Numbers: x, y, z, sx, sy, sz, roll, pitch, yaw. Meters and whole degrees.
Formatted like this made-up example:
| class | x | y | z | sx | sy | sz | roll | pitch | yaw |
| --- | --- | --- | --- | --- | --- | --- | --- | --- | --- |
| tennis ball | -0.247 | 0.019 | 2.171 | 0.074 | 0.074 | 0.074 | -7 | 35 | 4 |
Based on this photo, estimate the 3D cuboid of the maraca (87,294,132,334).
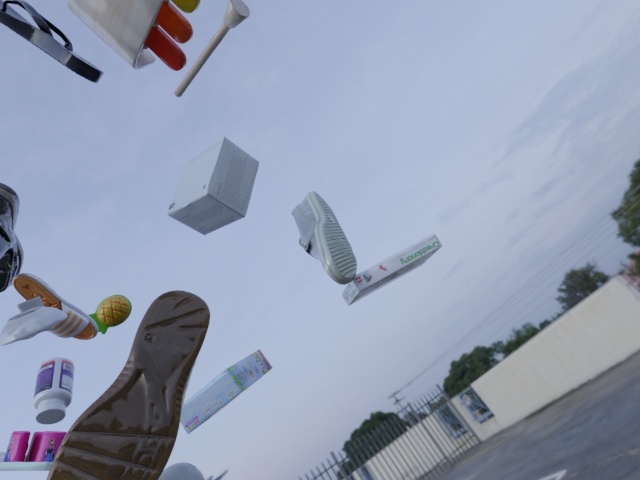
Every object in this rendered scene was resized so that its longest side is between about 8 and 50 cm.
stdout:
| class | x | y | z | sx | sy | sz | roll | pitch | yaw |
| --- | --- | --- | --- | --- | --- | --- | --- | --- | --- |
| maraca | -0.891 | 0.310 | 1.797 | 0.185 | 0.127 | 0.099 | -42 | -1 | -23 |

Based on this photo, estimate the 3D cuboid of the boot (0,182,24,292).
| class | x | y | z | sx | sy | sz | roll | pitch | yaw |
| --- | --- | --- | --- | --- | --- | --- | --- | --- | --- |
| boot | -0.843 | 0.072 | 1.032 | 0.138 | 0.284 | 0.377 | 18 | -52 | -24 |

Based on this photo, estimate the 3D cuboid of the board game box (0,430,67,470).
| class | x | y | z | sx | sy | sz | roll | pitch | yaw |
| --- | --- | --- | --- | --- | --- | --- | --- | --- | --- |
| board game box | -0.542 | 0.339 | 0.676 | 0.390 | 0.050 | 0.390 | 4 | -29 | -7 |

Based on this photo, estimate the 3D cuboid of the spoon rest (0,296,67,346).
| class | x | y | z | sx | sy | sz | roll | pitch | yaw |
| --- | --- | --- | --- | --- | --- | --- | --- | --- | --- |
| spoon rest | -0.675 | 0.196 | 1.005 | 0.137 | 0.084 | 0.276 | -25 | 16 | -29 |

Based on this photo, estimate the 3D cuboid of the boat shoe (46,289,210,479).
| class | x | y | z | sx | sy | sz | roll | pitch | yaw |
| --- | --- | --- | --- | --- | --- | --- | --- | --- | --- |
| boat shoe | -0.204 | 0.195 | 0.489 | 0.089 | 0.104 | 0.285 | 117 | 174 | -50 |

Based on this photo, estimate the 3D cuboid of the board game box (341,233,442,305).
| class | x | y | z | sx | sy | sz | roll | pitch | yaw |
| --- | --- | --- | --- | --- | --- | --- | --- | --- | --- |
| board game box | 0.220 | 0.096 | 1.347 | 0.305 | 0.053 | 0.193 | -27 | -16 | -15 |

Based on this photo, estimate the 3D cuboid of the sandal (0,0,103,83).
| class | x | y | z | sx | sy | sz | roll | pitch | yaw |
| --- | --- | --- | --- | --- | --- | --- | --- | --- | --- |
| sandal | -0.494 | -0.374 | 0.768 | 0.054 | 0.254 | 0.097 | -56 | -3 | 7 |

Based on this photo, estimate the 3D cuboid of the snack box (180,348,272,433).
| class | x | y | z | sx | sy | sz | roll | pitch | yaw |
| --- | --- | --- | --- | --- | --- | --- | --- | --- | --- |
| snack box | -0.233 | 0.366 | 1.053 | 0.174 | 0.070 | 0.207 | -40 | -11 | 10 |

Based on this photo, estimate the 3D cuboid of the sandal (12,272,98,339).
| class | x | y | z | sx | sy | sz | roll | pitch | yaw |
| --- | --- | --- | --- | --- | --- | --- | --- | --- | --- |
| sandal | -0.737 | 0.204 | 1.160 | 0.102 | 0.076 | 0.265 | -29 | -61 | 14 |

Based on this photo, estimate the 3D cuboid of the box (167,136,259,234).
| class | x | y | z | sx | sy | sz | roll | pitch | yaw |
| --- | --- | --- | --- | --- | --- | --- | --- | --- | --- |
| box | -0.272 | -0.134 | 1.085 | 0.181 | 0.182 | 0.119 | -18 | -39 | 39 |

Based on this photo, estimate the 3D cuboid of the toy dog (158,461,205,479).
| class | x | y | z | sx | sy | sz | roll | pitch | yaw |
| --- | --- | --- | --- | --- | --- | --- | --- | --- | --- |
| toy dog | -0.258 | 0.411 | 0.449 | 0.333 | 0.220 | 0.161 | -15 | -72 | -30 |

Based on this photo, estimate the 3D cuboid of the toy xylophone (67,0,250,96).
| class | x | y | z | sx | sy | sz | roll | pitch | yaw |
| --- | --- | --- | --- | --- | --- | --- | --- | --- | --- |
| toy xylophone | -0.220 | -0.341 | 0.572 | 0.322 | 0.236 | 0.081 | -21 | 29 | 42 |

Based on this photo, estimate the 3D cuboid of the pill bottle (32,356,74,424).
| class | x | y | z | sx | sy | sz | roll | pitch | yaw |
| --- | --- | --- | --- | --- | --- | --- | --- | --- | --- |
| pill bottle | -0.864 | 0.487 | 1.378 | 0.108 | 0.193 | 0.108 | -13 | -50 | -16 |

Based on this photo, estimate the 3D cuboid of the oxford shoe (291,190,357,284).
| class | x | y | z | sx | sy | sz | roll | pitch | yaw |
| --- | --- | --- | --- | --- | --- | --- | --- | --- | --- |
| oxford shoe | 0.000 | 0.000 | 1.316 | 0.130 | 0.449 | 0.169 | -39 | -56 | 12 |
